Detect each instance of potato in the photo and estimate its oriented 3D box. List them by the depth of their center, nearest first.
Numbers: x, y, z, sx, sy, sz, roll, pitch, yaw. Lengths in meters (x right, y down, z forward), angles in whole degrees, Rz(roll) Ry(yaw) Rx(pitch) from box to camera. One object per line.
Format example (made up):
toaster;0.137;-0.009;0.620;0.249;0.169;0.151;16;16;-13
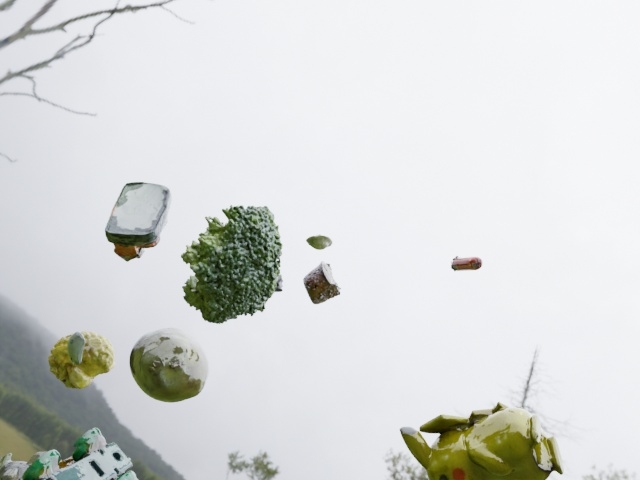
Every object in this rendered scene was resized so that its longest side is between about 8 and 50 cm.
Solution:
potato;-0.482;0.401;1.651;0.243;0.221;0.326;48;-19;-23

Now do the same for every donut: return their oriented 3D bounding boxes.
donut;-0.003;0.153;1.928;0.144;0.126;0.187;50;5;-48

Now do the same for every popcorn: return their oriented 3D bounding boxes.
popcorn;-0.867;0.439;1.862;0.226;0.203;0.200;23;-48;-19

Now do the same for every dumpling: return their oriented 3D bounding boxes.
dumpling;-0.001;0.001;1.519;0.077;0.043;0.059;30;-42;-6

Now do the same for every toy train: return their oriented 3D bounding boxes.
toy train;-0.597;0.607;1.179;0.178;0.249;0.429;44;5;11

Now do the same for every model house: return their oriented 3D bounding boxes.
model house;-0.666;-0.031;1.940;0.190;0.271;0.301;7;-42;-6

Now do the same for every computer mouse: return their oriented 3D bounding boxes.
computer mouse;-0.737;0.328;1.534;0.056;0.032;0.110;23;-73;29

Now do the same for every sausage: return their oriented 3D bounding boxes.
sausage;0.432;0.066;1.494;0.048;0.050;0.145;37;-11;-6

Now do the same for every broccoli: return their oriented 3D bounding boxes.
broccoli;-0.253;0.075;1.466;0.317;0.277;0.338;1;-66;60

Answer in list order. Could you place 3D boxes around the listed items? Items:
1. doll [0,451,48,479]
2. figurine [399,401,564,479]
doll;-1.014;0.900;1.616;0.378;0.382;0.252;-28;-54;16
figurine;0.344;0.470;1.133;0.326;0.169;0.218;-32;-68;16
